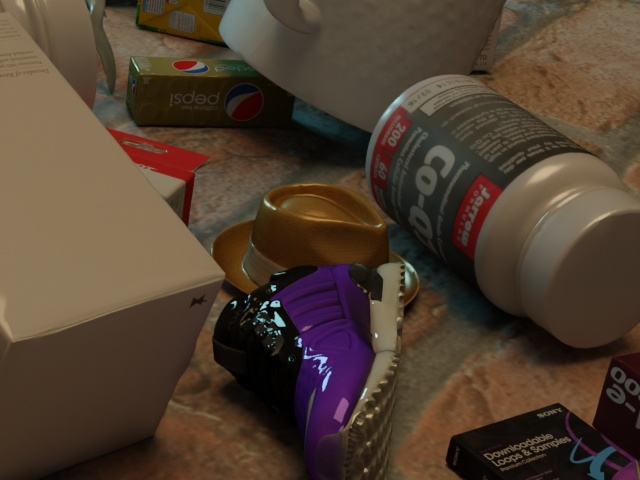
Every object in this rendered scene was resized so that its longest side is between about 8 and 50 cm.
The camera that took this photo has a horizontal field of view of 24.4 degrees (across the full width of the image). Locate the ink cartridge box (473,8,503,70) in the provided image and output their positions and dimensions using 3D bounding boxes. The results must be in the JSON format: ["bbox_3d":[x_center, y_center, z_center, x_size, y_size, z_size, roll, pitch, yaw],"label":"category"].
[{"bbox_3d":[0.108,-0.419,1.854,0.270,0.396,0.151,-3,28,-25],"label":"ink cartridge box"}]

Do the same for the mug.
[{"bbox_3d":[0.059,-0.312,1.584,0.276,0.328,0.374,36,18,21],"label":"mug"}]

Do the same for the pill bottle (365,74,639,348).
[{"bbox_3d":[0.176,-0.030,1.353,0.161,0.161,0.283,-7,30,-29],"label":"pill bottle"}]

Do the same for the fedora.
[{"bbox_3d":[0.000,0.000,1.329,0.194,0.079,0.194,8,26,-4],"label":"fedora"}]

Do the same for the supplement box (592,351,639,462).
[{"bbox_3d":[0.353,0.135,1.178,0.239,0.073,0.130,-8,31,-29],"label":"supplement box"}]

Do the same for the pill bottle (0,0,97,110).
[{"bbox_3d":[-0.415,-0.146,1.294,0.407,0.229,0.229,-13,34,-32],"label":"pill bottle"}]

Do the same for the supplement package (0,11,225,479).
[{"bbox_3d":[-0.237,0.004,1.042,0.175,0.178,0.293,-17,54,-41],"label":"supplement package"}]

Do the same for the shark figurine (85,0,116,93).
[{"bbox_3d":[-0.297,-0.272,1.774,0.278,0.116,0.166,23,62,43],"label":"shark figurine"}]

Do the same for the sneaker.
[{"bbox_3d":[-0.014,0.098,1.118,0.146,0.102,0.293,6,21,4],"label":"sneaker"}]

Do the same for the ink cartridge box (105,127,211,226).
[{"bbox_3d":[-0.200,-0.021,1.307,0.134,0.078,0.231,16,27,14],"label":"ink cartridge box"}]

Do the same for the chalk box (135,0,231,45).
[{"bbox_3d":[-0.144,-0.357,1.950,0.132,0.132,0.213,13,25,7],"label":"chalk box"}]

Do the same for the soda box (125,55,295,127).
[{"bbox_3d":[-0.121,-0.164,1.642,0.181,0.061,0.058,0,28,-19],"label":"soda box"}]

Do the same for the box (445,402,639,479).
[{"bbox_3d":[0.186,0.180,1.081,0.116,0.029,0.162,-11,31,-36],"label":"box"}]
